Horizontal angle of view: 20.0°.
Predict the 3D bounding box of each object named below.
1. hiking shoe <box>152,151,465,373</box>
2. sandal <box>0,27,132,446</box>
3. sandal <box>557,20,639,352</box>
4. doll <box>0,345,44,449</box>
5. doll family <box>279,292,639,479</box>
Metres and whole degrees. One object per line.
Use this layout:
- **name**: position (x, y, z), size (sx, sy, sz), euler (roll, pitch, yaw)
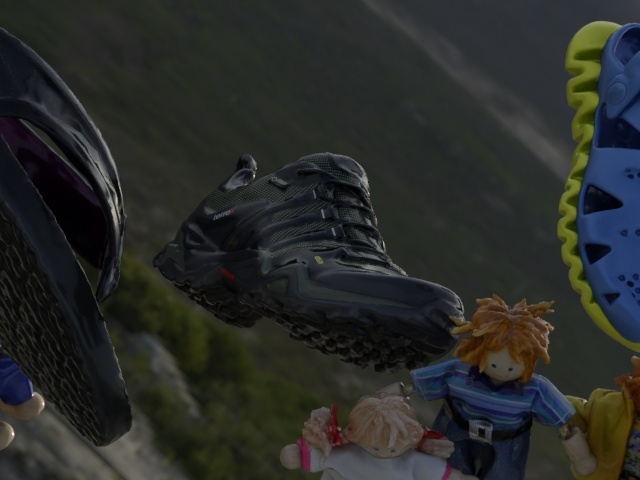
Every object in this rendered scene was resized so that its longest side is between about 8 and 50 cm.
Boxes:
- **hiking shoe**: position (0.000, 0.000, 1.033), size (0.227, 0.114, 0.086), euler (15, -17, 44)
- **sandal**: position (-0.213, -0.081, 1.169), size (0.445, 0.107, 0.167), euler (61, -23, 8)
- **sandal**: position (0.287, -0.060, 1.562), size (0.126, 0.138, 0.317), euler (15, 67, -40)
- **doll**: position (-0.257, 0.074, 1.404), size (0.046, 0.129, 0.189), euler (25, -38, 25)
- **doll family**: position (0.115, 0.108, 0.955), size (0.263, 0.163, 0.118), euler (12, 43, 2)
